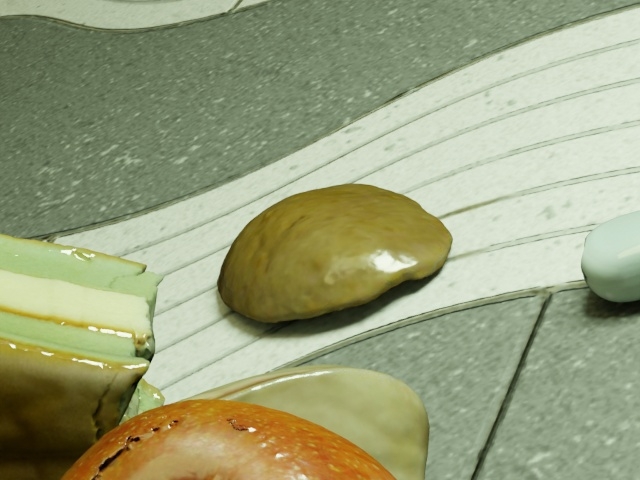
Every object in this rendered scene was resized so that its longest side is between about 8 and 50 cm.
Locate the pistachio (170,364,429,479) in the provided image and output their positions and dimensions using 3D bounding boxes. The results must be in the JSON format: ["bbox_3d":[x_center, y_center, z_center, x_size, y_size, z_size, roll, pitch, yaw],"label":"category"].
[{"bbox_3d":[-0.027,0.123,1.043,0.185,0.126,0.108,-10,42,-20],"label":"pistachio"}]

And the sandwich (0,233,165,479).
[{"bbox_3d":[-0.196,0.128,1.233,0.198,0.227,0.155,12,26,-4],"label":"sandwich"}]

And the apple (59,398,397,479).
[{"bbox_3d":[-0.044,0.173,0.874,0.210,0.173,0.235,-28,45,-5],"label":"apple"}]

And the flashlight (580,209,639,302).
[{"bbox_3d":[0.247,-0.006,1.146,0.200,0.047,0.093,-18,25,22],"label":"flashlight"}]

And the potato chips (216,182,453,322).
[{"bbox_3d":[0.000,0.000,1.362,0.150,0.049,0.201,-26,18,-14],"label":"potato chips"}]
